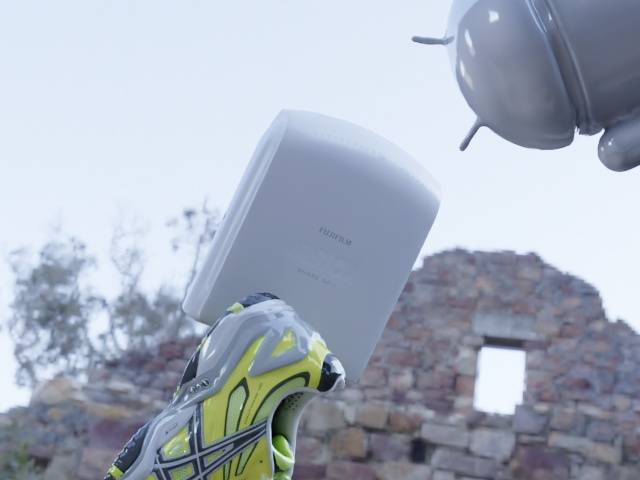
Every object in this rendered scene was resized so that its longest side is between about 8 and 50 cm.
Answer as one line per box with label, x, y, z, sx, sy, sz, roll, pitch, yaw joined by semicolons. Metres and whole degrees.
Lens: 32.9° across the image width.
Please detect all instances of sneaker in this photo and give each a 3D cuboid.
sneaker;-0.120;0.249;1.201;0.147;0.385;0.145;34;6;24

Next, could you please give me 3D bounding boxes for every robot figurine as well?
robot figurine;0.272;-0.213;1.040;0.353;0.300;0.200;-24;-23;6

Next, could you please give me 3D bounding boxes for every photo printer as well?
photo printer;0.000;0.000;1.388;0.256;0.307;0.107;25;2;-18
